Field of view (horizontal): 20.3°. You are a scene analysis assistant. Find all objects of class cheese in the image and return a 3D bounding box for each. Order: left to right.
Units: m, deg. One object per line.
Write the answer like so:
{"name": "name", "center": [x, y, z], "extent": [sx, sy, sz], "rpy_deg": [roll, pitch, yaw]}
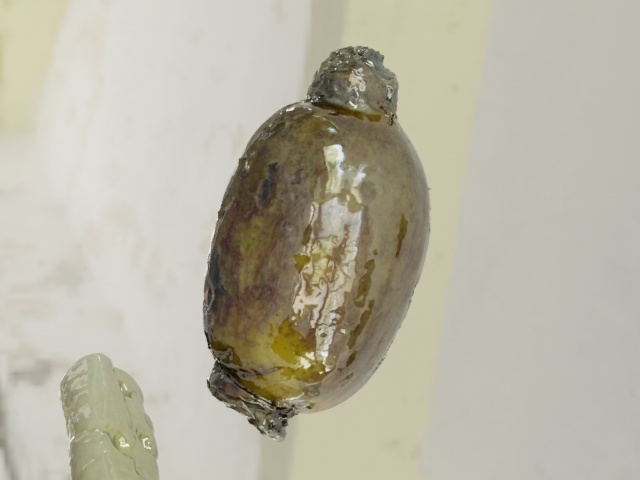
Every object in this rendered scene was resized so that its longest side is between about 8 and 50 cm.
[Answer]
{"name": "cheese", "center": [-0.111, 0.138, 0.988], "extent": [0.065, 0.043, 0.194], "rpy_deg": [57, 9, -37]}

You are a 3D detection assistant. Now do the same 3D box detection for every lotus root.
{"name": "lotus root", "center": [0.000, 0.000, 0.919], "extent": [0.120, 0.120, 0.210], "rpy_deg": [170, -62, -72]}
